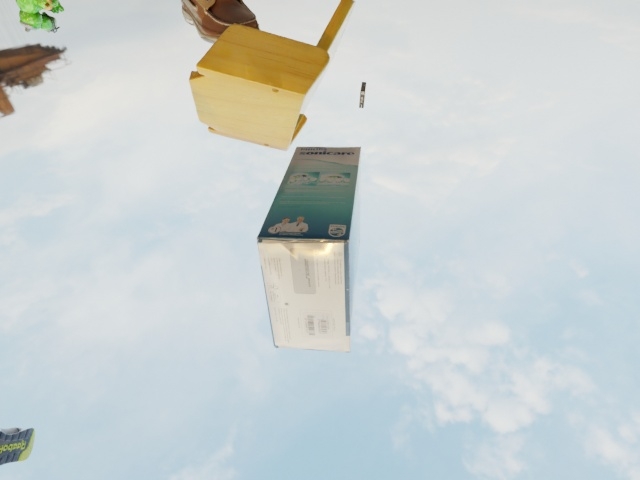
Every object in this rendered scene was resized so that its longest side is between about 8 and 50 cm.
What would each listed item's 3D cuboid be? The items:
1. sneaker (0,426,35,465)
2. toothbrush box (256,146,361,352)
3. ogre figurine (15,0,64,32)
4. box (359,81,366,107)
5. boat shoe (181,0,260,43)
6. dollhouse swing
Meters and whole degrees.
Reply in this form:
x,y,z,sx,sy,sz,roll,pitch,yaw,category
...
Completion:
x,y,z,sx,sy,sz,roll,pitch,yaw,category
-0.435,0.266,0.540,0.059,0.144,0.053,2,-116,1,sneaker
0.000,0.000,0.700,0.126,0.216,0.295,2,-145,7,toothbrush box
-0.586,-0.515,0.868,0.097,0.197,0.118,29,-138,-27,ogre figurine
0.159,-0.547,1.586,0.018,0.067,0.083,6,-137,5,box
-0.246,-0.542,0.968,0.123,0.116,0.324,-30,-129,-24,boat shoe
-0.115,-0.433,1.032,0.315,0.347,0.305,12,-99,-8,dollhouse swing
